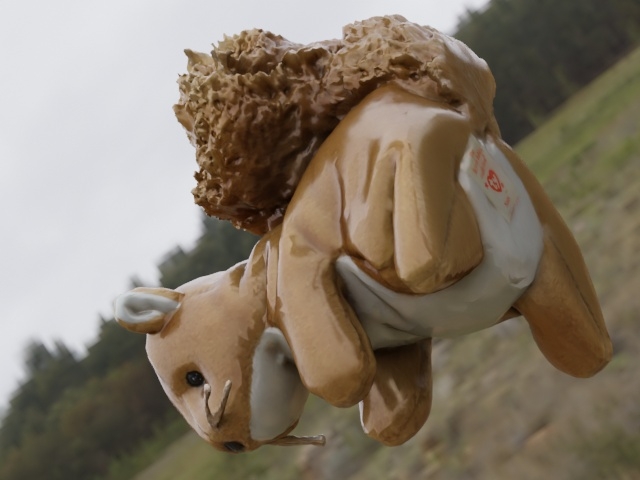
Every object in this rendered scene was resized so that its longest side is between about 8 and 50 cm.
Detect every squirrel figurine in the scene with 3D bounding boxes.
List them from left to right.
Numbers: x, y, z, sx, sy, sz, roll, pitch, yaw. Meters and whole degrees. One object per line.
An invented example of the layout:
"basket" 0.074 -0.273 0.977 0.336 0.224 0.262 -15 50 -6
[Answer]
"squirrel figurine" 0.000 0.000 1.700 0.370 0.397 0.281 -29 -29 30
